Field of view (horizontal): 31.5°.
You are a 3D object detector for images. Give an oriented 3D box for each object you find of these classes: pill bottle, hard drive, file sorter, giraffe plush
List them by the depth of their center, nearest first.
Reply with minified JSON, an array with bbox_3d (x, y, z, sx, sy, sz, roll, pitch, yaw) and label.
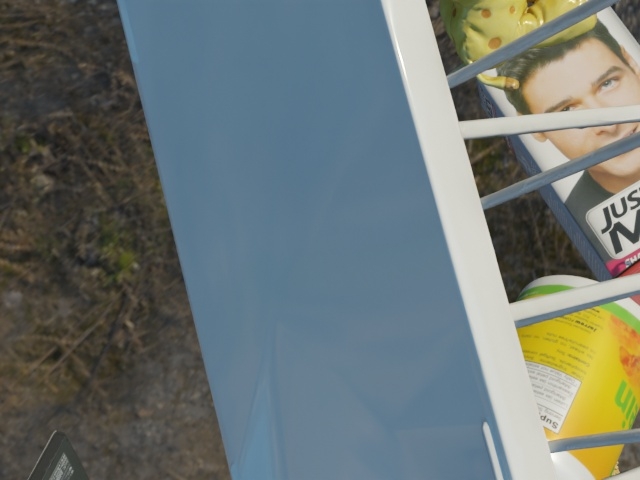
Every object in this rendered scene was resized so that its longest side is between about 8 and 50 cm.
[{"bbox_3d":[0.051,-0.025,0.485,0.193,0.173,0.278,-25,78,56],"label":"file sorter"},{"bbox_3d":[0.187,0.162,0.967,0.136,0.246,0.136,24,149,15],"label":"pill bottle"},{"bbox_3d":[0.170,-0.278,1.192,0.181,0.210,0.170,31,160,43],"label":"giraffe plush"},{"bbox_3d":[-0.371,0.346,1.611,0.022,0.094,0.135,10,141,17],"label":"hard drive"}]

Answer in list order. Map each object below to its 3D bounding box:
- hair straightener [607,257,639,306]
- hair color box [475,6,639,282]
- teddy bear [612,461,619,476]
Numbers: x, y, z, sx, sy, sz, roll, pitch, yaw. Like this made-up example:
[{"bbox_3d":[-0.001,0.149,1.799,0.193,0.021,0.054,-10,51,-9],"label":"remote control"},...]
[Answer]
[{"bbox_3d":[0.369,-0.006,1.124,0.230,0.089,0.047,-42,85,-3],"label":"hair straightener"},{"bbox_3d":[0.361,-0.094,1.379,0.185,0.113,0.374,-31,68,3],"label":"hair color box"},{"bbox_3d":[0.143,0.173,1.147,0.338,0.245,0.113,41,133,40],"label":"teddy bear"}]
